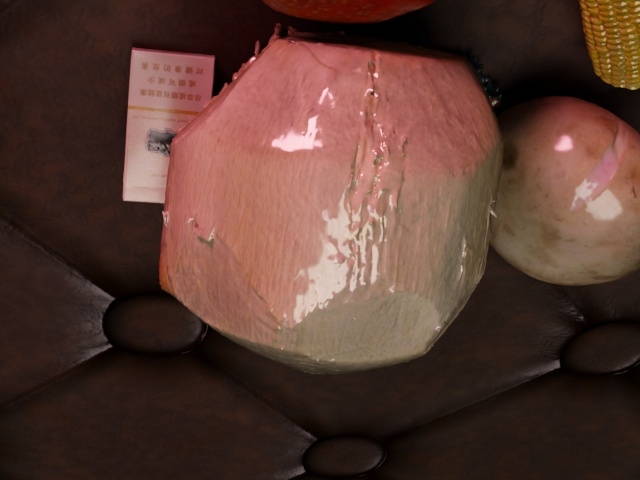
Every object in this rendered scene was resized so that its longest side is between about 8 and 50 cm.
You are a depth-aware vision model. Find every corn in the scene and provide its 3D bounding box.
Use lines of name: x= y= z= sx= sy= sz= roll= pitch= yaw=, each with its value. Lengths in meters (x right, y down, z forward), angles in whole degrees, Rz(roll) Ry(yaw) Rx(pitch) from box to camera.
corn: x=0.302 y=-0.257 z=0.965 sx=0.093 sy=0.093 sz=0.244 roll=-18 pitch=137 yaw=13

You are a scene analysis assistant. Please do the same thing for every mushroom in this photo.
mushroom: x=0.284 y=-0.062 z=1.109 sx=0.184 sy=0.255 sz=0.255 roll=-46 pitch=142 yaw=-22

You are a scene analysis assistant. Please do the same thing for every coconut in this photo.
coconut: x=0.008 y=-0.026 z=0.965 sx=0.346 sy=0.346 sz=0.360 roll=5 pitch=107 yaw=-12

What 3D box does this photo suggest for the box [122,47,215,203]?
box: x=-0.166 y=-0.122 z=1.052 sx=0.090 sy=0.024 sz=0.167 roll=4 pitch=107 yaw=-11

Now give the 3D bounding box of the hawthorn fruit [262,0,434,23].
hawthorn fruit: x=0.048 y=-0.282 z=0.835 sx=0.253 sy=0.205 sz=0.205 roll=10 pitch=136 yaw=-19

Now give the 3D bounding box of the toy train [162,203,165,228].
toy train: x=0.000 y=0.000 z=1.221 sx=0.407 sy=0.086 sz=0.088 roll=21 pitch=125 yaw=-27

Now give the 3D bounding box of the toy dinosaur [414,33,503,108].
toy dinosaur: x=0.152 y=-0.180 z=1.062 sx=0.055 sy=0.049 sz=0.154 roll=-32 pitch=137 yaw=30
